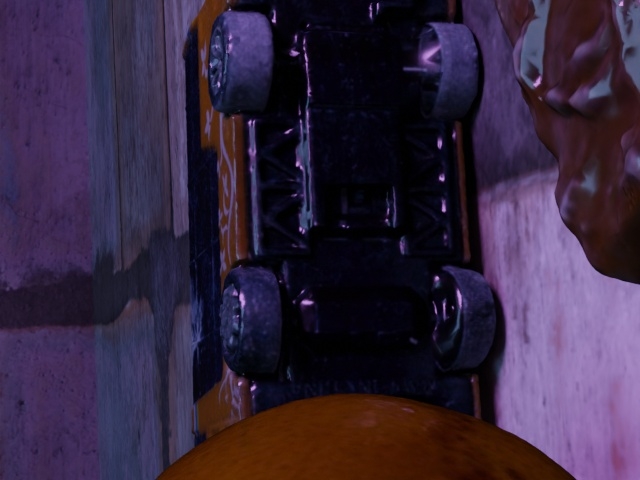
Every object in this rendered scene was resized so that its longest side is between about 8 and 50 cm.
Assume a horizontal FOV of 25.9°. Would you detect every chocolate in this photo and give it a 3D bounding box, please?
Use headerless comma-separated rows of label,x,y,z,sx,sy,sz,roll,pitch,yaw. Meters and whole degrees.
chocolate,0.128,-0.101,0.538,0.148,0.093,0.214,109,154,-45

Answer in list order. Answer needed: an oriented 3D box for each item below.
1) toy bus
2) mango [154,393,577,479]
toy bus,0.000,0.000,0.859,0.194,0.162,0.323,148,121,-71
mango,0.025,0.194,0.547,0.378,0.264,0.221,-90,23,-78
